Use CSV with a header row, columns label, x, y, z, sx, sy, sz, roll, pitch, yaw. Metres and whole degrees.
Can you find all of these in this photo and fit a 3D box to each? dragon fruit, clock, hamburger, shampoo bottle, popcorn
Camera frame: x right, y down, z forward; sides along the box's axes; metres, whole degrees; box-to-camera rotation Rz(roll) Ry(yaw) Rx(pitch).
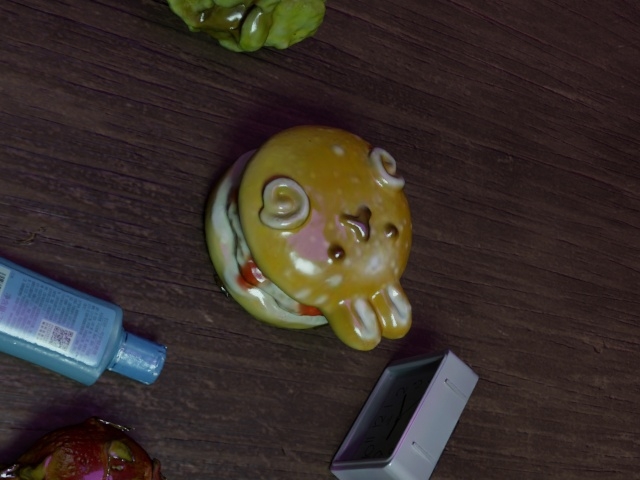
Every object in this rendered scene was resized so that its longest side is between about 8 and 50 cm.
label,x,y,z,sx,sy,sz,roll,pitch,yaw
dragon fruit,-0.291,0.263,0.997,0.246,0.125,0.125,-3,49,-15
clock,0.113,0.246,1.241,0.063,0.150,0.197,43,58,-15
hamburger,0.000,0.000,1.213,0.261,0.186,0.302,-5,83,-34
shampoo bottle,-0.300,0.101,1.060,0.258,0.061,0.104,27,63,-25
popcorn,-0.098,-0.371,1.252,0.256,0.195,0.255,40,49,-19
